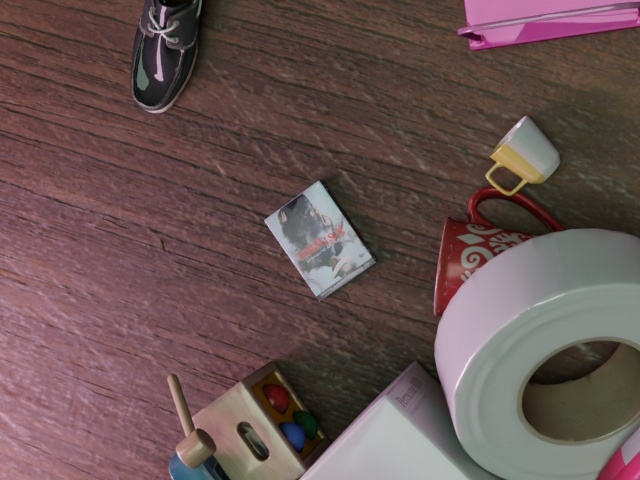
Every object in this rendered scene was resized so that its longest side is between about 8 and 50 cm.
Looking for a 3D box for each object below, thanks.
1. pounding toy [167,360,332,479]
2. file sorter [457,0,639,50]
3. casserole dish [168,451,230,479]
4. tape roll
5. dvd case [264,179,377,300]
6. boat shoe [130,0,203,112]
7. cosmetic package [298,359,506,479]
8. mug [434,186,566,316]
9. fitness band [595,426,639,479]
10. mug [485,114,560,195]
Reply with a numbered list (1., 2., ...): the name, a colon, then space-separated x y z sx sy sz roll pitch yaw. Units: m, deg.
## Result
1. pounding toy: -0.089 0.205 1.392 0.094 0.206 0.181 -37 86 14
2. file sorter: 0.230 -0.362 1.266 0.202 0.182 0.290 -6 94 15
3. casserole dish: -0.121 0.282 1.421 0.037 0.188 0.114 -40 91 5
4. tape roll: 0.268 0.129 1.274 0.286 0.100 0.286 -4 125 -6
5. dvd case: 0.000 0.000 1.448 0.087 0.013 0.119 -35 88 15
6. boat shoe: -0.182 -0.265 1.435 0.084 0.079 0.233 20 102 10
7. cosmetic package: 0.170 0.326 1.346 0.365 0.197 0.155 45 105 5
8. mug: 0.219 0.022 1.347 0.169 0.113 0.150 8 99 10
9. fitness band: 0.409 0.259 1.270 0.209 0.054 0.291 15 134 -12
10. mug: 0.229 -0.092 1.362 0.064 0.062 0.078 41 126 -2
